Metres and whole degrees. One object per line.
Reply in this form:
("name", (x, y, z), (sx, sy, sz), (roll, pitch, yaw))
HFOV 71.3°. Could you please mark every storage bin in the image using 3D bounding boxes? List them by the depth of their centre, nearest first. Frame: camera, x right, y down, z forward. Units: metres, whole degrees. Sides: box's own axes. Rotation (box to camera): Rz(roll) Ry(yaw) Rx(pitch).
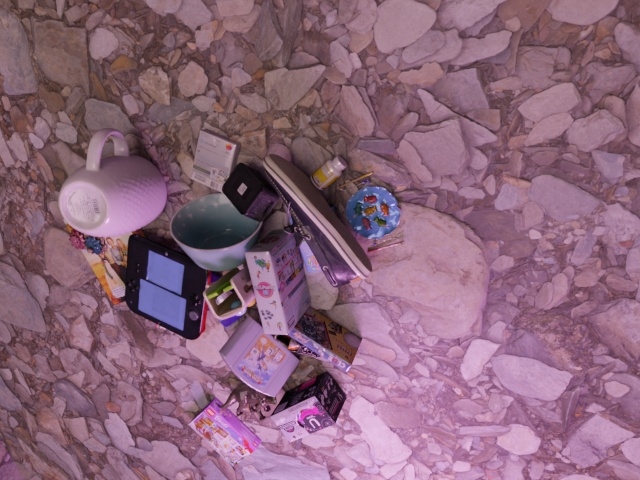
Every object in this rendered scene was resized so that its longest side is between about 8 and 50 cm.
("storage bin", (-0.234, -0.161, 1.483), (0.122, 0.084, 0.180), (-52, 51, 10))

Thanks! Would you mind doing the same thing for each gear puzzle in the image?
("gear puzzle", (-0.935, -0.102, 1.761), (0.175, 0.044, 0.339), (15, 115, 12))

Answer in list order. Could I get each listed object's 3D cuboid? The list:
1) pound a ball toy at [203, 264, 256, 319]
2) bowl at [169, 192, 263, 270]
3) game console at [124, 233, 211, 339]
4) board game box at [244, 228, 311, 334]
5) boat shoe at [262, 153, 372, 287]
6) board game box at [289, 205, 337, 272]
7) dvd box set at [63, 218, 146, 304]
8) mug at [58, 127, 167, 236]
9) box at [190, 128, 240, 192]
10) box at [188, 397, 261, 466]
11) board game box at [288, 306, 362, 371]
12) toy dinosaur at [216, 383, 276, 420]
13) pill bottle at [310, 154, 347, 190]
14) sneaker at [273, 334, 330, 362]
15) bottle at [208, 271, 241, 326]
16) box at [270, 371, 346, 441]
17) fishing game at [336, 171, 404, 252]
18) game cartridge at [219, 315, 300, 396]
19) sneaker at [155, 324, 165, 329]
("pound a ball toy", (-0.299, 0.177, 1.579), (0.208, 0.319, 0.136), (-25, 97, 18))
("bowl", (-0.347, -0.013, 1.550), (0.311, 0.312, 0.163), (13, 134, 14))
("game console", (-0.602, 0.186, 1.735), (0.386, 0.060, 0.342), (20, 117, 17))
("board game box", (-0.140, 0.139, 1.553), (0.097, 0.224, 0.304), (-3, 109, 21))
("boat shoe", (-0.035, -0.053, 1.424), (0.156, 0.187, 0.500), (-35, 100, 20))
("board game box", (0.000, 0.000, 1.552), (0.160, 0.039, 0.212), (-11, 105, 22))
("dvd box set", (-0.844, 0.043, 1.850), (0.307, 0.062, 0.421), (-19, 104, 24))
("mug", (-0.724, -0.196, 1.537), (0.276, 0.328, 0.375), (7, 106, 2))
("box", (-0.371, -0.278, 1.571), (0.145, 0.038, 0.186), (23, 117, 9))
("box", (-0.440, 0.882, 2.048), (0.293, 0.057, 0.201), (44, 119, -2))
("board game box", (0.021, 0.350, 1.615), (0.243, 0.165, 0.042), (32, 118, 5))
("toy dinosaur", (-0.293, 0.668, 1.898), (0.313, 0.121, 0.161), (-2, 98, 25))
("pill bottle", (0.028, -0.220, 1.440), (0.116, 0.065, 0.065), (-37, 96, 28))
("sneaker", (-0.060, 0.400, 1.696), (0.271, 0.108, 0.100), (23, 115, 8))
("bottle", (-0.416, 0.201, 1.747), (0.118, 0.092, 0.283), (-35, 96, 24))
("box", (-0.046, 0.661, 1.762), (0.247, 0.163, 0.142), (-35, 95, 28))
("fishing game", (0.171, -0.086, 1.460), (0.189, 0.041, 0.264), (-16, 105, 27))
("game cartridge", (-0.232, 0.455, 1.698), (0.297, 0.198, 0.062), (47, 153, -24))
("sneaker", (-0.644, 0.320, 1.903), (0.075, 0.057, 0.161), (25, 117, -10))
